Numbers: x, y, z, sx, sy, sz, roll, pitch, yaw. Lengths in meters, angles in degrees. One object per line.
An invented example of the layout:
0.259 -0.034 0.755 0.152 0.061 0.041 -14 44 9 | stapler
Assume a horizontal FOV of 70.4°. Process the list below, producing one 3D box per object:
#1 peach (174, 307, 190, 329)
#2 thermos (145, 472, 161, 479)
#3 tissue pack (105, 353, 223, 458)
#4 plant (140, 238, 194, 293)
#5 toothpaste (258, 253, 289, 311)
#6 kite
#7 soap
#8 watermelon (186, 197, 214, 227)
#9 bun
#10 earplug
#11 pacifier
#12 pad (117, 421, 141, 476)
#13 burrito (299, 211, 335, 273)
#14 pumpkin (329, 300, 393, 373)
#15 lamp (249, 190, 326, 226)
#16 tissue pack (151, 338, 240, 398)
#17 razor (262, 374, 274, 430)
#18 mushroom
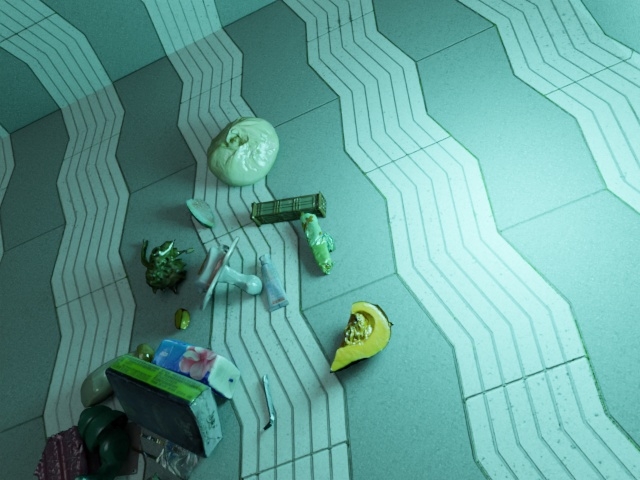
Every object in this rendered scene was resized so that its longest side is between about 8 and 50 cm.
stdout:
-0.572 0.329 1.892 0.077 0.050 0.083 -50 45 18 | peach
-0.505 0.908 1.514 0.265 0.146 0.176 14 94 35 | thermos
-0.547 0.578 1.609 0.394 0.288 0.124 12 37 24 | tissue pack
-0.723 0.121 2.058 0.333 0.180 0.251 -5 64 55 | plant
-0.198 0.168 1.846 0.089 0.057 0.234 -24 64 9 | toothpaste
-0.579 0.769 1.676 0.310 0.015 0.169 2 65 19 | kite
-0.931 0.875 1.683 0.220 0.127 0.324 -29 58 4 | soap
-0.551 -0.120 2.122 0.094 0.081 0.180 -26 72 -13 | watermelon
-0.375 -0.439 2.141 0.361 0.213 0.361 -7 63 14 | bun
-0.813 0.743 1.663 0.280 0.164 0.257 36 56 22 | earplug
-0.384 0.139 1.827 0.273 0.220 0.332 24 87 29 | pacifier
-0.738 0.792 1.730 0.113 0.006 0.187 -14 59 13 | pad
0.000 0.000 1.845 0.104 0.054 0.288 -17 65 -8 | burrito
0.151 0.364 1.593 0.163 0.111 0.278 18 68 11 | pumpkin
-0.139 -0.133 1.963 0.326 0.089 0.090 -7 62 18 | lamp
-0.456 0.471 1.687 0.270 0.209 0.137 7 57 25 | tissue pack
-0.188 0.578 1.634 0.066 0.033 0.190 -49 41 42 | razor
-0.828 0.543 1.832 0.350 0.128 0.128 -32 57 -4 | mushroom
